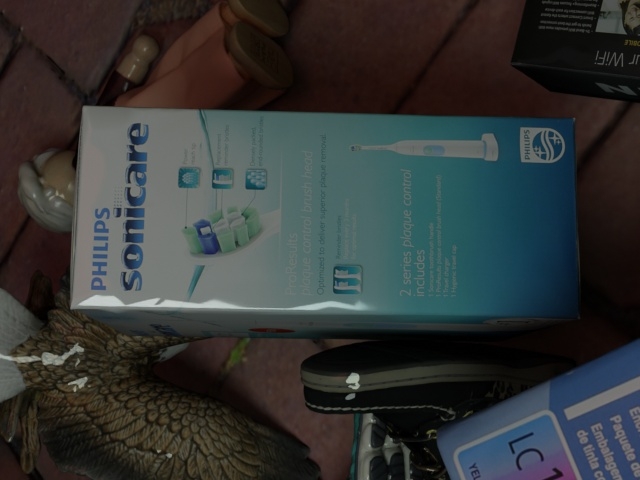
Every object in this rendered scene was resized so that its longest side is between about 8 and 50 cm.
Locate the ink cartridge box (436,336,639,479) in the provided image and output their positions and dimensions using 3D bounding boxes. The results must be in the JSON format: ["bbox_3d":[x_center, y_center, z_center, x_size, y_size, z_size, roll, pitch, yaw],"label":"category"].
[{"bbox_3d":[0.297,0.076,0.499,0.395,0.270,0.151,-29,72,28],"label":"ink cartridge box"}]

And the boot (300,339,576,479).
[{"bbox_3d":[0.081,0.159,0.667,0.085,0.236,0.179,6,90,49],"label":"boot"}]

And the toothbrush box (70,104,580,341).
[{"bbox_3d":[0.000,0.000,0.676,0.295,0.216,0.126,2,80,-3],"label":"toothbrush box"}]

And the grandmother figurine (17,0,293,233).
[{"bbox_3d":[-0.176,-0.104,0.976,0.342,0.104,0.208,-30,39,31],"label":"grandmother figurine"}]

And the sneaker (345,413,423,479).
[{"bbox_3d":[0.033,0.220,0.770,0.110,0.107,0.275,3,83,45],"label":"sneaker"}]

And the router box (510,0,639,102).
[{"bbox_3d":[0.303,-0.206,0.658,0.308,0.081,0.243,15,90,36],"label":"router box"}]

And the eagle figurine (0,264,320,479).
[{"bbox_3d":[-0.149,0.104,0.852,0.298,0.226,0.225,6,45,29],"label":"eagle figurine"}]
